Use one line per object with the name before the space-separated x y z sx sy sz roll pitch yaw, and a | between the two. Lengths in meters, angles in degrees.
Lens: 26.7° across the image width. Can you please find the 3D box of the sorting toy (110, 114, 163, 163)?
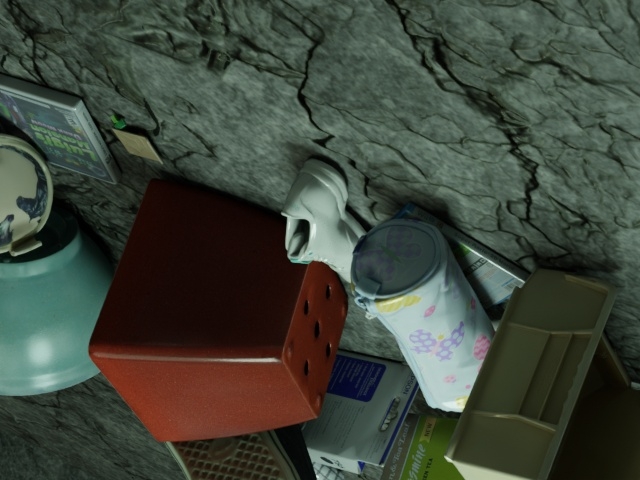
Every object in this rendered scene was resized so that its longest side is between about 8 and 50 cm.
sorting toy | -0.233 -0.129 1.693 0.062 0.012 0.083 21 159 27

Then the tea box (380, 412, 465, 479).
tea box | 0.292 0.406 1.881 0.323 0.220 0.329 -1 154 45

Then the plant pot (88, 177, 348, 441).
plant pot | -0.110 0.105 1.757 0.236 0.267 0.267 5 149 19

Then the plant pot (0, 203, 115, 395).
plant pot | -0.440 0.064 2.018 0.293 0.293 0.196 17 127 23

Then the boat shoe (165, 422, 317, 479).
boat shoe | -0.116 0.275 1.898 0.156 0.187 0.500 56 -175 -45

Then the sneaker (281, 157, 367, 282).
sneaker | 0.000 0.000 1.594 0.080 0.094 0.212 21 154 34

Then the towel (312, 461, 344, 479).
towel | -0.098 0.353 2.380 0.235 0.121 0.284 35 153 -19

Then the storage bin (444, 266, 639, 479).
storage bin | 0.280 0.207 1.514 0.123 0.260 0.262 8 149 36

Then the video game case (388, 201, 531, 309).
video game case | 0.152 0.021 1.581 0.166 0.015 0.119 31 156 -6

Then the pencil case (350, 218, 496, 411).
pencil case | 0.130 0.093 1.577 0.113 0.124 0.273 11 152 34

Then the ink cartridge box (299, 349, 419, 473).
ink cartridge box | 0.001 0.241 1.992 0.333 0.165 0.065 9 151 38

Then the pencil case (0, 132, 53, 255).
pencil case | -0.555 -0.087 1.899 0.410 0.160 0.183 14 135 38

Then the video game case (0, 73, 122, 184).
video game case | -0.368 -0.152 1.779 0.190 0.022 0.173 18 154 22
